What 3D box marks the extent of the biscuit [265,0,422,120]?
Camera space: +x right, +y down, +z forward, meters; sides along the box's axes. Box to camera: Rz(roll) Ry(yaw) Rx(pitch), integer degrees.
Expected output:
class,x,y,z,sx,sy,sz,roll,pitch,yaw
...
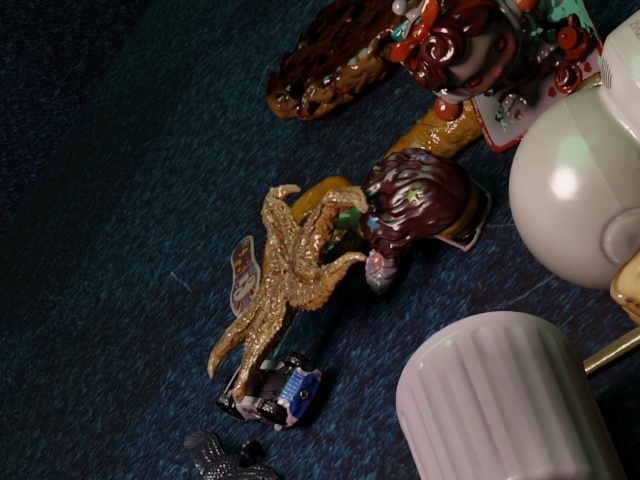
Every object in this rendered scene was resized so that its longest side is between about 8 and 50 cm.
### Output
class,x,y,z,sx,sy,sz,roll,pitch,yaw
biscuit,0.055,-0.302,2.143,0.334,0.081,0.289,-34,28,28

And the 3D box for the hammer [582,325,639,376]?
class,x,y,z,sx,sy,sz,roll,pitch,yaw
hammer,0.292,0.078,1.226,0.199,0.013,0.062,-38,27,31

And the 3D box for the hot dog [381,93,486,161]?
class,x,y,z,sx,sy,sz,roll,pitch,yaw
hot dog,0.180,-0.155,1.722,0.286,0.061,0.087,-44,36,22

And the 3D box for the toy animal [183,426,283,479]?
class,x,y,z,sx,sy,sz,roll,pitch,yaw
toy animal,-0.110,0.272,1.627,0.108,0.062,0.220,-53,36,-8

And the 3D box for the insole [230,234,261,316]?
class,x,y,z,sx,sy,sz,roll,pitch,yaw
insole,-0.110,0.048,2.031,0.065,0.004,0.197,-44,25,19

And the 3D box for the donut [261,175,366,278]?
class,x,y,z,sx,sy,sz,roll,pitch,yaw
donut,0.000,0.000,1.826,0.162,0.065,0.178,-27,32,37

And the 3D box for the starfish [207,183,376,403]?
class,x,y,z,sx,sy,sz,roll,pitch,yaw
starfish,-0.038,0.058,1.642,0.302,0.060,0.299,-60,26,8

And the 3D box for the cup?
class,x,y,z,sx,sy,sz,roll,pitch,yaw
cup,0.165,0.201,1.152,0.167,0.221,0.202,-14,32,0

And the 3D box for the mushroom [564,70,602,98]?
class,x,y,z,sx,sy,sz,roll,pitch,yaw
mushroom,0.303,-0.118,1.410,0.171,0.080,0.135,-21,50,49

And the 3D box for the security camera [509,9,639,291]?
class,x,y,z,sx,sy,sz,roll,pitch,yaw
security camera,0.274,-0.067,1.256,0.236,0.195,0.194,-47,23,20

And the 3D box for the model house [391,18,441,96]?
class,x,y,z,sx,sy,sz,roll,pitch,yaw
model house,0.172,-0.278,1.862,0.127,0.100,0.149,-42,23,22

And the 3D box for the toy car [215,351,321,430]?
class,x,y,z,sx,sy,sz,roll,pitch,yaw
toy car,-0.060,0.180,1.660,0.171,0.070,0.080,-5,50,58

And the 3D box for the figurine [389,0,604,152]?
class,x,y,z,sx,sy,sz,roll,pitch,yaw
figurine,0.171,-0.218,1.546,0.183,0.226,0.160,-34,63,33

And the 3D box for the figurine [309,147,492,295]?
class,x,y,z,sx,sy,sz,roll,pitch,yaw
figurine,0.089,-0.037,1.641,0.240,0.116,0.174,-13,44,57

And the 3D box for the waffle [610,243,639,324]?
class,x,y,z,sx,sy,sz,roll,pitch,yaw
waffle,0.413,-0.043,1.036,0.376,0.114,0.261,-51,25,2

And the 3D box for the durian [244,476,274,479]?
class,x,y,z,sx,sy,sz,roll,pitch,yaw
durian,-0.075,0.319,1.354,0.196,0.167,0.196,-54,8,12
